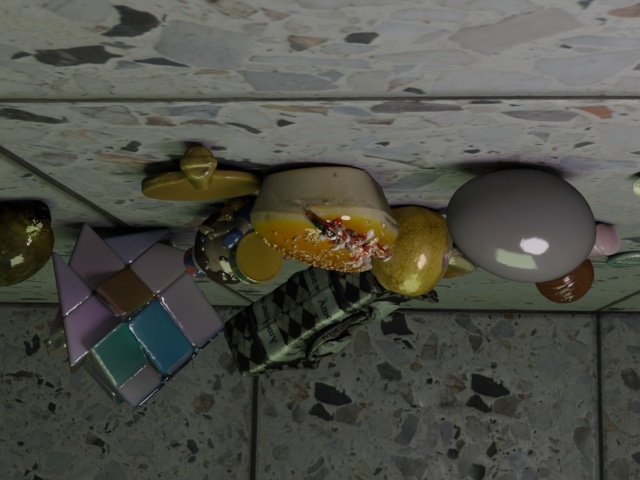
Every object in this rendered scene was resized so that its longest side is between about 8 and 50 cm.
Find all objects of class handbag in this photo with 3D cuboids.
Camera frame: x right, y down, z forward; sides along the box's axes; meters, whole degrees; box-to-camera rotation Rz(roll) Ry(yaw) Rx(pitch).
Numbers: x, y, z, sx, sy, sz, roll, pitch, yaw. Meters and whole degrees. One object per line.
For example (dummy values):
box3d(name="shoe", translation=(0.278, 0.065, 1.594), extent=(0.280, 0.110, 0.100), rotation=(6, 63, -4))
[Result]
box3d(name="handbag", translation=(0.036, 0.164, 2.081), extent=(0.416, 0.180, 0.317), rotation=(-34, 153, 30))

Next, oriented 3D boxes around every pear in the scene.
box3d(name="pear", translation=(0.172, 0.022, 1.747), extent=(0.178, 0.178, 0.178), rotation=(1, 171, 0))

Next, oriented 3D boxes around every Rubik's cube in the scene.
box3d(name="Rubik's cube", translation=(-0.426, 0.154, 2.063), extent=(0.387, 0.368, 0.358), rotation=(-42, 173, -24))

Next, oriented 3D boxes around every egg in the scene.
box3d(name="egg", translation=(0.303, -0.024, 1.417), extent=(0.232, 0.176, 0.176), rotation=(6, 170, -14))

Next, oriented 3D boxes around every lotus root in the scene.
box3d(name="lotus root", translation=(-0.629, 0.003, 1.830), extent=(0.173, 0.173, 0.309), rotation=(9, 160, -39))

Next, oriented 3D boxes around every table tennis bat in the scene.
box3d(name="table tennis bat", translation=(-0.188, -0.094, 1.462), extent=(0.198, 0.050, 0.321), rotation=(-2, 174, -6))

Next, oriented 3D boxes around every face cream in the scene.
box3d(name="face cream", translation=(0.482, 0.013, 1.926), extent=(0.107, 0.073, 0.269), rotation=(3, 172, -41))

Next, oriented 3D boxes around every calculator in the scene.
box3d(name="calculator", translation=(0.751, 0.047, 2.248), extent=(0.095, 0.021, 0.153), rotation=(3, 170, -8))

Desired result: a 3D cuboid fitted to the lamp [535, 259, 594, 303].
box3d(name="lamp", translation=(0.559, 0.078, 2.127), extent=(0.136, 0.136, 0.136), rotation=(1, 171, 0))

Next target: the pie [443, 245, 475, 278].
box3d(name="pie", translation=(0.257, 0.047, 2.155), extent=(0.218, 0.052, 0.185), rotation=(1, 165, 31))

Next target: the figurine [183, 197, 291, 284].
box3d(name="figurine", translation=(-0.162, 0.014, 1.769), extent=(0.161, 0.158, 0.275), rotation=(16, 165, -23))

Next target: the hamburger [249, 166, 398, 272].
box3d(name="hamburger", translation=(0.007, -0.027, 1.530), extent=(0.227, 0.151, 0.295), rotation=(-1, 173, 18))

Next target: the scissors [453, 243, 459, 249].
box3d(name="scissors", translation=(0.318, 0.014, 2.129), extent=(0.088, 0.017, 0.220), rotation=(8, 169, -12))

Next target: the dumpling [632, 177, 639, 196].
box3d(name="dumpling", translation=(0.527, -0.089, 1.433), extent=(0.052, 0.057, 0.076), rotation=(-33, -149, -21))
